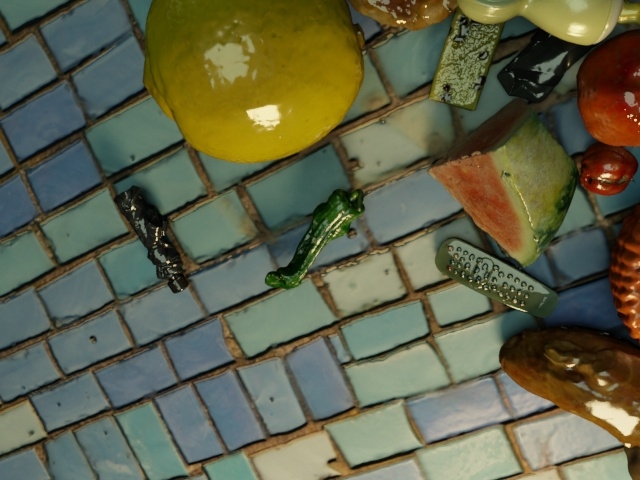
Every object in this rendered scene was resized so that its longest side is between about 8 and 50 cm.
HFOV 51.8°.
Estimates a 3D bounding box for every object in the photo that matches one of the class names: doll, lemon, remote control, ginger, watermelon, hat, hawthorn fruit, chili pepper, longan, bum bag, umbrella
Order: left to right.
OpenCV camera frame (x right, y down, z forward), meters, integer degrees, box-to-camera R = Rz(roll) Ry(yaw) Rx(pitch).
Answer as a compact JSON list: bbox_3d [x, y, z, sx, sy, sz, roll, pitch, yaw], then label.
[{"bbox_3d":[-0.316,-0.002,1.277,0.071,0.080,0.224,-30,100,-17],"label":"umbrella"},{"bbox_3d":[-0.101,-0.284,1.023,0.348,0.348,0.348,3,104,13],"label":"lemon"},{"bbox_3d":[-0.005,-0.002,1.181,0.074,0.100,0.257,39,111,8],"label":"chili pepper"},{"bbox_3d":[0.308,0.065,1.154,0.222,0.042,0.072,27,108,7],"label":"remote control"},{"bbox_3d":[0.298,-0.094,1.053,0.193,0.232,0.310,-39,137,16],"label":"watermelon"},{"bbox_3d":[0.320,-0.355,0.939,0.296,0.117,0.141,7,73,-4],"label":"doll"},{"bbox_3d":[0.373,-0.303,1.046,0.087,0.049,0.198,45,109,5],"label":"bum bag"},{"bbox_3d":[0.464,0.226,1.095,0.321,0.165,0.172,26,144,16],"label":"ginger"},{"bbox_3d":[0.462,-0.114,1.054,0.093,0.093,0.093,3,104,13],"label":"hawthorn fruit"},{"bbox_3d":[0.470,-0.221,0.978,0.189,0.189,0.189,3,104,13],"label":"hawthorn fruit"},{"bbox_3d":[0.582,0.386,1.140,0.113,0.092,0.113,8,108,25],"label":"longan"},{"bbox_3d":[0.571,0.077,0.910,0.285,0.400,0.285,2,104,9],"label":"hat"}]

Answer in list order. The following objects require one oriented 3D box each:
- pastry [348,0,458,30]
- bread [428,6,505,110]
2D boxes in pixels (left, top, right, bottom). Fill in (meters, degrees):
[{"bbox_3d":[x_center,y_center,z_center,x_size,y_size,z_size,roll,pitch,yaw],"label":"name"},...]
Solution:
[{"bbox_3d":[0.129,-0.439,1.018,0.218,0.100,0.229,18,91,-7],"label":"pastry"},{"bbox_3d":[0.248,-0.328,1.070,0.088,0.049,0.226,18,106,9],"label":"bread"}]
